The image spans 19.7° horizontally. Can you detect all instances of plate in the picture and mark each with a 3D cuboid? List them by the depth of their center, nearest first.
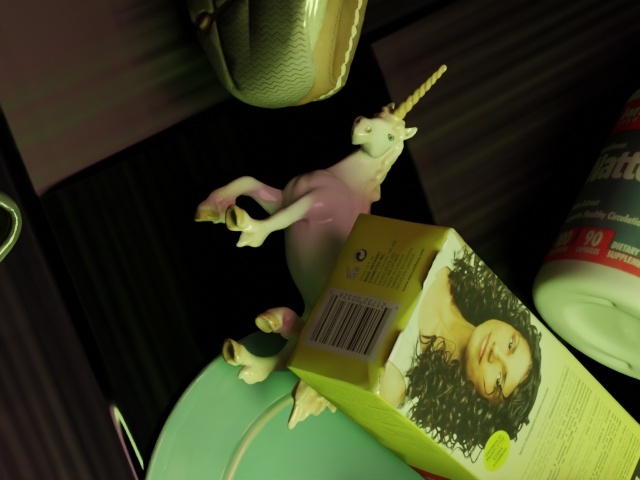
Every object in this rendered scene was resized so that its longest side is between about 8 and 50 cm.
[{"bbox_3d":[-0.001,0.132,0.889,0.188,0.024,0.188,0,90,-36],"label":"plate"}]

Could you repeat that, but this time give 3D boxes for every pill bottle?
[{"bbox_3d":[0.195,-0.023,0.973,0.108,0.108,0.180,40,68,-28],"label":"pill bottle"}]

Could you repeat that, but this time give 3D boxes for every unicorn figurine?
[{"bbox_3d":[0.000,0.000,0.871,0.111,0.060,0.162,-8,101,-39],"label":"unicorn figurine"}]

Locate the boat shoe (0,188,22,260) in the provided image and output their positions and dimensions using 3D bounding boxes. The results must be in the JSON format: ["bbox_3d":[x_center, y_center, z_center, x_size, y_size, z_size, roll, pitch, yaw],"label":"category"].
[{"bbox_3d":[-0.216,0.025,0.708,0.223,0.073,0.080,-29,106,-31],"label":"boat shoe"}]

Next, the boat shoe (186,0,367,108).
[{"bbox_3d":[0.015,-0.218,0.842,0.116,0.123,0.324,8,87,-37],"label":"boat shoe"}]

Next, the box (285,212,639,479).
[{"bbox_3d":[0.080,0.081,0.888,0.232,0.058,0.087,42,68,-46],"label":"box"}]
